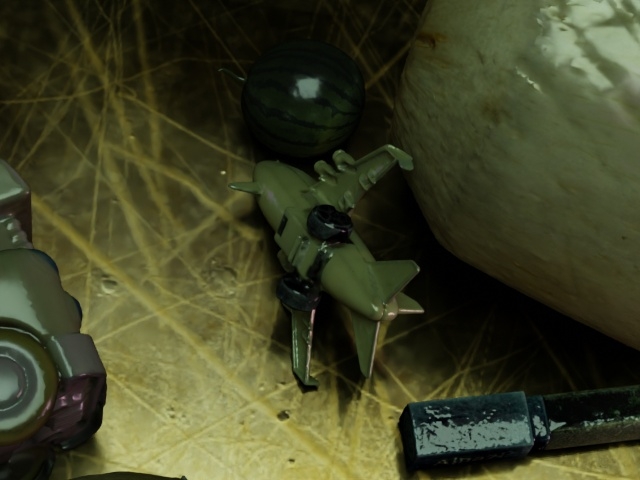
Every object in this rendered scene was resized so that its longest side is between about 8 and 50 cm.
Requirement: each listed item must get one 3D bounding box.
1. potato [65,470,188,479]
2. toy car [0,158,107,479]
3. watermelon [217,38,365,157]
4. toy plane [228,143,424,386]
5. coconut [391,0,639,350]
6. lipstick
[{"bbox_3d":[-0.167,0.240,1.414,0.189,0.264,0.211,27,73,-5],"label":"potato"},{"bbox_3d":[-0.349,0.108,1.452,0.336,0.242,0.226,-20,74,-15],"label":"toy car"},{"bbox_3d":[-0.027,-0.128,1.655,0.133,0.105,0.105,15,67,-2],"label":"watermelon"},{"bbox_3d":[0.000,0.000,1.586,0.092,0.229,0.244,0,34,-39],"label":"toy plane"},{"bbox_3d":[0.272,-0.102,1.550,0.415,0.415,0.344,23,43,4],"label":"coconut"},{"bbox_3d":[0.225,0.152,1.601,0.312,0.051,0.051,-5,67,-10],"label":"lipstick"}]
